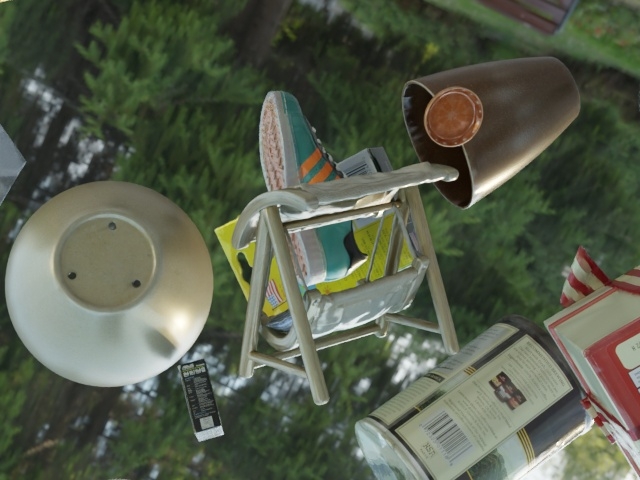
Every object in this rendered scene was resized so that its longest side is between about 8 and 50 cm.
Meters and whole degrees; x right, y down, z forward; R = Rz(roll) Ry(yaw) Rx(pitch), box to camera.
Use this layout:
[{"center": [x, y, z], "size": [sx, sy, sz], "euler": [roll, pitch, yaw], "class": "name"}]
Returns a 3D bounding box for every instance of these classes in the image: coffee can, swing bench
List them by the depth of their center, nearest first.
[{"center": [0.034, 0.037, 1.239], "size": [0.253, 0.255, 0.165], "euler": [-12, -166, -39], "class": "swing bench"}, {"center": [0.216, 0.260, 1.393], "size": [0.201, 0.275, 0.201], "euler": [50, 161, 24], "class": "coffee can"}]

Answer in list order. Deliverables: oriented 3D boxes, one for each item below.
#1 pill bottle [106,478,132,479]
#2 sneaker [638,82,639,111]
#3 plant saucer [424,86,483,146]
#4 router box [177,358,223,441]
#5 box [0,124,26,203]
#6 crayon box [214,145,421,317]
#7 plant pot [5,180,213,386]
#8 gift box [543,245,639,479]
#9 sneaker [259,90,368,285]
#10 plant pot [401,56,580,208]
[{"center": [-0.206, 0.389, 1.104], "size": [0.162, 0.162, 0.278], "euler": [21, -174, -27], "class": "pill bottle"}, {"center": [0.497, -0.094, 1.286], "size": [0.130, 0.286, 0.109], "euler": [-10, 173, 17], "class": "sneaker"}, {"center": [0.179, -0.168, 1.336], "size": [0.083, 0.083, 0.013], "euler": [22, -164, -25], "class": "plant saucer"}, {"center": [-0.159, 0.215, 1.324], "size": [0.038, 0.092, 0.122], "euler": [-15, 166, -9], "class": "router box"}, {"center": [-0.385, -0.082, 0.911], "size": [0.056, 0.183, 0.231], "euler": [7, 144, 22], "class": "box"}, {"center": [0.000, 0.000, 1.650], "size": [0.202, 0.318, 0.081], "euler": [66, -156, 2], "class": "crayon box"}, {"center": [-0.274, 0.043, 1.292], "size": [0.284, 0.284, 0.191], "euler": [25, 165, -5], "class": "plant pot"}, {"center": [0.376, 0.104, 0.945], "size": [0.276, 0.255, 0.258], "euler": [64, -175, 2], "class": "gift box"}, {"center": [-0.010, -0.087, 1.522], "size": [0.121, 0.302, 0.108], "euler": [-13, 180, -23], "class": "sneaker"}, {"center": [0.279, -0.195, 1.546], "size": [0.215, 0.230, 0.215], "euler": [60, 169, 20], "class": "plant pot"}]
